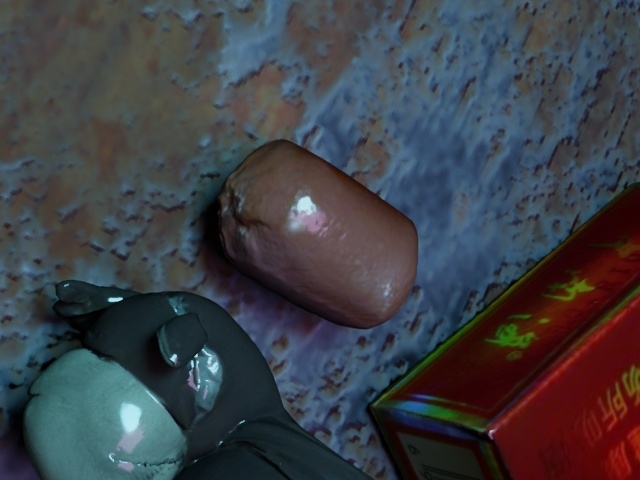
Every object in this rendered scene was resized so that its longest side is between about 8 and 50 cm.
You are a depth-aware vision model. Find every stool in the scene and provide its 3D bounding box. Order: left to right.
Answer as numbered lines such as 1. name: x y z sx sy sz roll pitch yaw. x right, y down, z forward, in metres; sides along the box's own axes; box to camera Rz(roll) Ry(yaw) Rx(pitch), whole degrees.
1. stool: -0.037 0.112 0.502 0.121 0.125 0.217 -45 107 -22

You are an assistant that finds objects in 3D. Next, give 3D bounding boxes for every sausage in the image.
1. sausage: 0.000 0.000 0.555 0.094 0.059 0.054 32 87 -36

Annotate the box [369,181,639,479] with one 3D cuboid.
1. box: 0.174 0.153 0.669 0.197 0.089 0.313 -37 113 -29
